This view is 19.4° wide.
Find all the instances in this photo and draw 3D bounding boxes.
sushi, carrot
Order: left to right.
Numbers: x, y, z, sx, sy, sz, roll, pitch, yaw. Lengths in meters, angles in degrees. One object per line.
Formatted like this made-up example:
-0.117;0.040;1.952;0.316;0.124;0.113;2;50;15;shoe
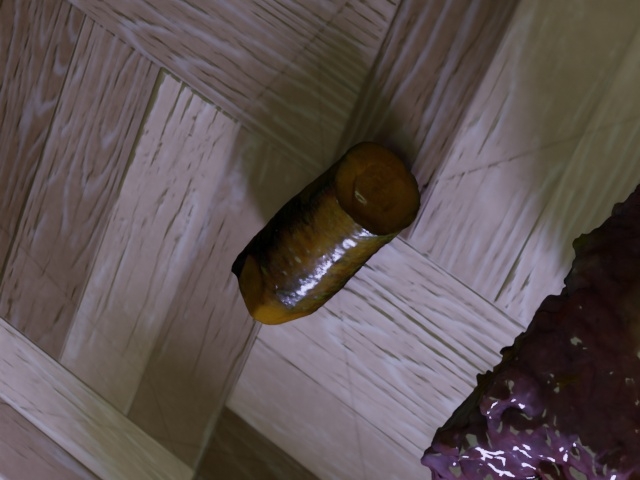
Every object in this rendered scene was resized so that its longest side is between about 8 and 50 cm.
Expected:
0.000;0.000;1.429;0.082;0.082;0.173;51;133;5;carrot
0.197;0.098;1.216;0.171;0.270;0.236;40;141;9;sushi
